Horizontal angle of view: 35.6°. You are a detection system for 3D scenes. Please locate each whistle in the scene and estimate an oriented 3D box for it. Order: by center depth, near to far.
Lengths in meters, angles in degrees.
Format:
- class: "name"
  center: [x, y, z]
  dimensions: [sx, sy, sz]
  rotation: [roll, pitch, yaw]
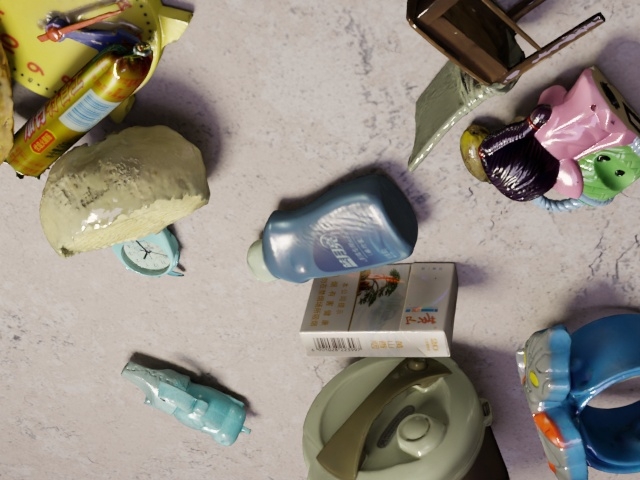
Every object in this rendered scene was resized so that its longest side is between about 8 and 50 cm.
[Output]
- class: "whistle"
  center: [-0.253, 0.306, 1.904]
  dimensions: [0.274, 0.093, 0.186]
  rotation: [29, 160, -9]

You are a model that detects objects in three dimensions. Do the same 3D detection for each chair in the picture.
- class: "chair"
  center: [0.167, -0.251, 1.213]
  dimensions: [0.186, 0.160, 0.319]
  rotation: [34, 131, -25]

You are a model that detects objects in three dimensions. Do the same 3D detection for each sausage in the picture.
- class: "sausage"
  center: [-0.336, -0.185, 1.387]
  dimensions: [0.082, 0.082, 0.371]
  rotation: [38, 140, -22]

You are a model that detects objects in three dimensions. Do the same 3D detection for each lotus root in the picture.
- class: "lotus root"
  center: [0.224, -0.117, 1.394]
  dimensions: [0.049, 0.054, 0.099]
  rotation: [-19, 127, 15]

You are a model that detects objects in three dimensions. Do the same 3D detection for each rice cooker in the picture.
- class: "rice cooker"
  center: [0.141, 0.374, 1.708]
  dimensions: [0.335, 0.335, 0.325]
  rotation: [-8, 132, 21]

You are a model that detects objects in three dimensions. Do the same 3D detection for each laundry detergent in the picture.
- class: "laundry detergent"
  center: [0.000, 0.000, 1.537]
  dimensions: [0.289, 0.094, 0.143]
  rotation: [-20, 129, 30]

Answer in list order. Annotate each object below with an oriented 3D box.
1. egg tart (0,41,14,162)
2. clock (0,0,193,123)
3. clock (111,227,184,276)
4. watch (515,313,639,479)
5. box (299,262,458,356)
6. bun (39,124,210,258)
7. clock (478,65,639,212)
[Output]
- class: "egg tart"
  center: [-0.649, -0.224, 1.403]
  dimensions: [0.443, 0.178, 0.443]
  rotation: [14, 135, 14]
- class: "clock"
  center: [-0.348, -0.294, 1.357]
  dimensions: [0.293, 0.071, 0.277]
  rotation: [28, 134, -12]
- class: "clock"
  center: [-0.284, 0.019, 1.664]
  dimensions: [0.108, 0.045, 0.147]
  rotation: [-5, 133, 20]
- class: "watch"
  center: [0.458, 0.219, 1.569]
  dimensions: [0.274, 0.241, 0.305]
  rotation: [-15, 128, 5]
- class: "box"
  center: [0.096, 0.111, 1.581]
  dimensions: [0.233, 0.149, 0.067]
  rotation: [-2, 135, 16]
- class: "bun"
  center: [-0.291, -0.082, 1.451]
  dimensions: [0.259, 0.259, 0.152]
  rotation: [-24, 82, 32]
- class: "clock"
  center: [0.328, -0.114, 1.323]
  dimensions: [0.195, 0.100, 0.194]
  rotation: [-33, 127, 28]
